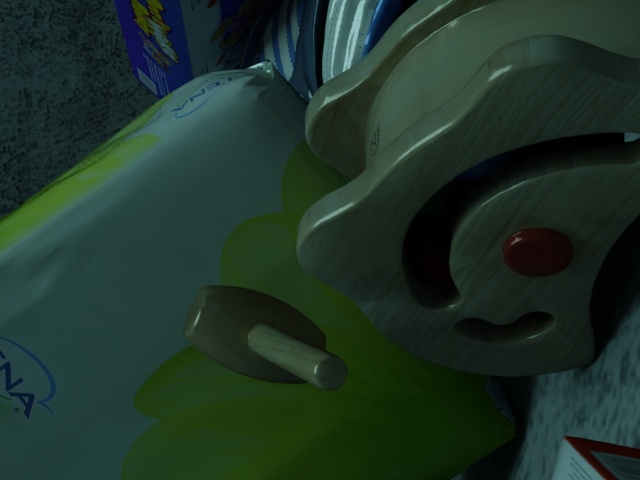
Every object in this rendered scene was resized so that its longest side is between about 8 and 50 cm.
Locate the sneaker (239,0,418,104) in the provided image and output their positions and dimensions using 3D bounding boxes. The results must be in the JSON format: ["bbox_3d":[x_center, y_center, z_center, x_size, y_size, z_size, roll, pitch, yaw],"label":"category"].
[{"bbox_3d":[0.021,-0.086,1.029,0.236,0.130,0.323,-85,17,-51],"label":"sneaker"}]

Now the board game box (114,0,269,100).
[{"bbox_3d":[-0.035,-0.222,1.128,0.233,0.078,0.347,-46,-8,-10],"label":"board game box"}]

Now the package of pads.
[{"bbox_3d":[-0.087,0.074,0.824,0.296,0.229,0.101,-34,11,4],"label":"package of pads"}]

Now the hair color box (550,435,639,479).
[{"bbox_3d":[0.100,0.151,0.606,0.072,0.043,0.141,-127,50,-76],"label":"hair color box"}]

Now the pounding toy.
[{"bbox_3d":[0.073,0.009,0.669,0.269,0.154,0.155,-40,36,44],"label":"pounding toy"}]
